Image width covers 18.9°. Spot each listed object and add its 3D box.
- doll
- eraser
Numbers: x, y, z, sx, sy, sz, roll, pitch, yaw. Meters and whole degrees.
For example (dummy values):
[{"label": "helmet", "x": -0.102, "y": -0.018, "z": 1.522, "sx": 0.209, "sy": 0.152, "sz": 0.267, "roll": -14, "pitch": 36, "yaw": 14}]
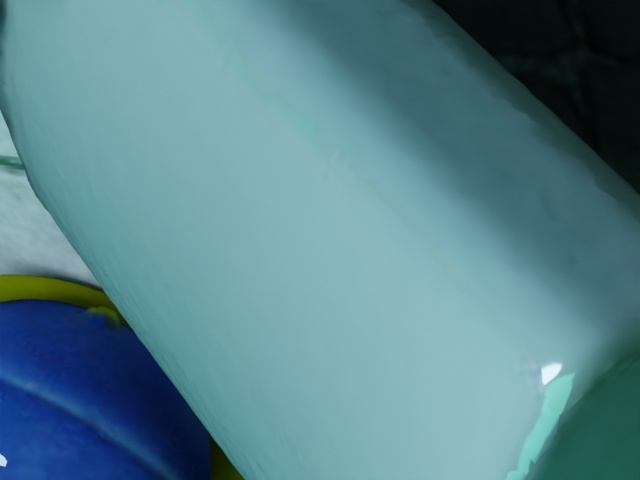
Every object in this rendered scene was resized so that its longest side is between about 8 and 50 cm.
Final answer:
[{"label": "doll", "x": -0.097, "y": 0.146, "z": 0.898, "sx": 0.311, "sy": 0.159, "sz": 0.242, "roll": 28, "pitch": 140, "yaw": -1}, {"label": "eraser", "x": 0.000, "y": 0.000, "z": 0.608, "sx": 0.290, "sy": 0.104, "sz": 0.189, "roll": 49, "pitch": 143, "yaw": 36}]
